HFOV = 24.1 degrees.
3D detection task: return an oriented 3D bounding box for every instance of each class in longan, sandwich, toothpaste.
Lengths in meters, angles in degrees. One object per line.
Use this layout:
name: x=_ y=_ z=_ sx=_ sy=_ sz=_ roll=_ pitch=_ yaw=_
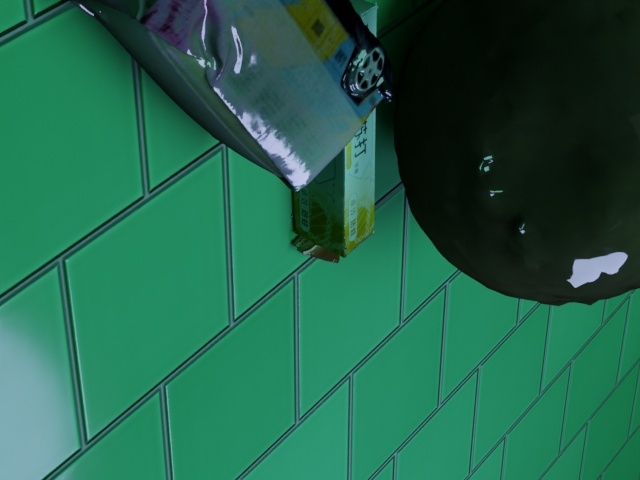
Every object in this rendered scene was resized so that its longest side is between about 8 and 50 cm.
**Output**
longan: x=0.292 y=-0.121 z=1.819 sx=0.436 sy=0.404 sz=0.404 roll=37 pitch=75 yaw=-29
sandwich: x=0.000 y=0.000 z=1.804 sx=0.083 sy=0.031 sz=0.044 roll=21 pitch=94 yaw=-61
toothpaste: x=0.016 y=-0.131 z=1.678 sx=0.071 sy=0.089 sz=0.313 roll=-36 pitch=140 yaw=-37

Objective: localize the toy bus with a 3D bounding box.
toy bus: x=-0.080 y=-0.193 z=1.382 sx=0.162 sy=0.171 sz=0.386 roll=-58 pitch=151 yaw=-9
